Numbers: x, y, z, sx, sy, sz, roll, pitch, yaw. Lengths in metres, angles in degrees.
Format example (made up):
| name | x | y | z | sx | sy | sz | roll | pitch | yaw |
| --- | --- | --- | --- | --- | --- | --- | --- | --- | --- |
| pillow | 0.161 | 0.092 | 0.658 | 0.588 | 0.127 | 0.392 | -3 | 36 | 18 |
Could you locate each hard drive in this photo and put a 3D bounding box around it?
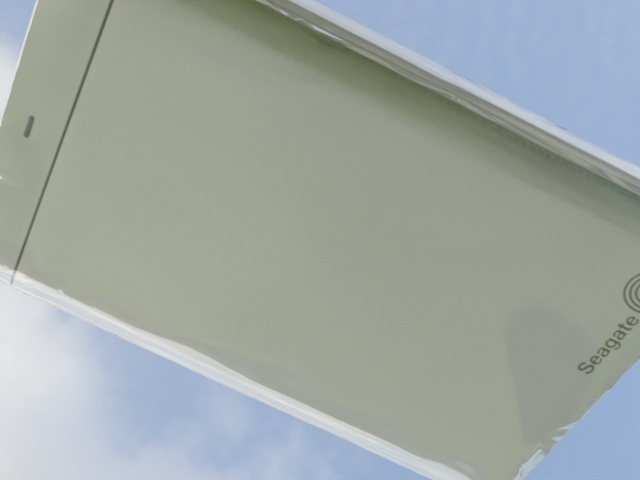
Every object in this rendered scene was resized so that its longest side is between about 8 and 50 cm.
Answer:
| name | x | y | z | sx | sy | sz | roll | pitch | yaw |
| --- | --- | --- | --- | --- | --- | --- | --- | --- | --- |
| hard drive | 0.000 | 0.000 | 0.543 | 0.353 | 0.047 | 0.233 | 25 | -54 | -8 |
